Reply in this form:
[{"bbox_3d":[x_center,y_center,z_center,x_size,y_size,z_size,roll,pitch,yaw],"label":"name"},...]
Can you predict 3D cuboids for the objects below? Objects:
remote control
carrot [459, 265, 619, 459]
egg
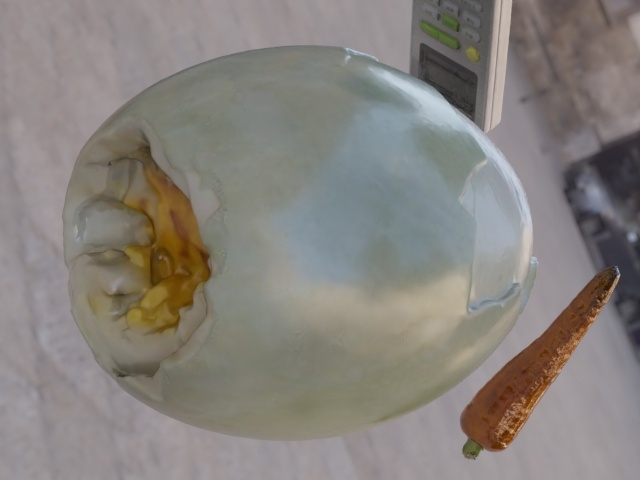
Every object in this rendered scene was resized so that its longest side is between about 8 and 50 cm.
[{"bbox_3d":[0.130,-0.212,1.675,0.103,0.034,0.250,35,-35,29],"label":"remote control"},{"bbox_3d":[0.223,0.122,1.838,0.061,0.256,0.061,33,16,-10],"label":"carrot"},{"bbox_3d":[0.000,0.000,1.283,0.278,0.336,0.278,13,-74,55],"label":"egg"}]
